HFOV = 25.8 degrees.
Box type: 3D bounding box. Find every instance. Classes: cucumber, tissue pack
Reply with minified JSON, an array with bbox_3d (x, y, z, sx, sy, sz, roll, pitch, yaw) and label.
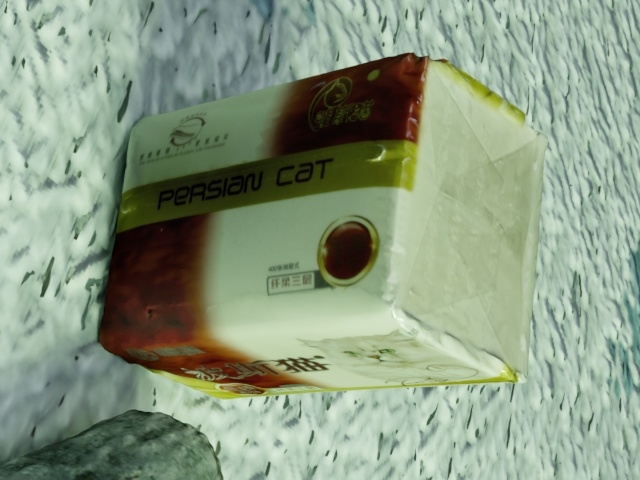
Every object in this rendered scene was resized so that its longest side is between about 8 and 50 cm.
[{"bbox_3d":[-0.083,0.099,0.494,0.112,0.064,0.064,-23,101,-50],"label":"cucumber"},{"bbox_3d":[-0.001,0.000,0.545,0.099,0.148,0.106,29,61,-45],"label":"tissue pack"}]
